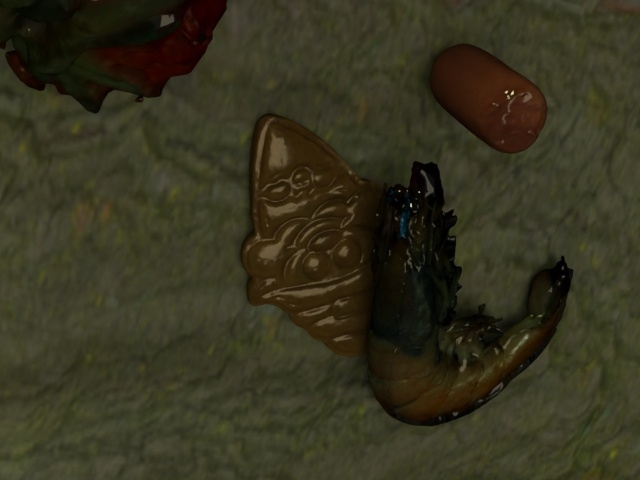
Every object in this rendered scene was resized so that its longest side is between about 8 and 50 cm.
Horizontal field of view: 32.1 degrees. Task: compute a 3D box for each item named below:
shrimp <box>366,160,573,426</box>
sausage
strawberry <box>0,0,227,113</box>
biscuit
[{"bbox_3d":[0.140,0.043,1.018,0.222,0.054,0.290,-19,124,-16],"label":"shrimp"},{"bbox_3d":[0.136,-0.121,0.925,0.062,0.154,0.062,-6,115,-13],"label":"sausage"},{"bbox_3d":[-0.196,-0.277,0.728,0.312,0.267,0.351,10,80,-15],"label":"strawberry"},{"bbox_3d":[0.000,0.000,0.991,0.162,0.035,0.250,-29,112,-11],"label":"biscuit"}]
